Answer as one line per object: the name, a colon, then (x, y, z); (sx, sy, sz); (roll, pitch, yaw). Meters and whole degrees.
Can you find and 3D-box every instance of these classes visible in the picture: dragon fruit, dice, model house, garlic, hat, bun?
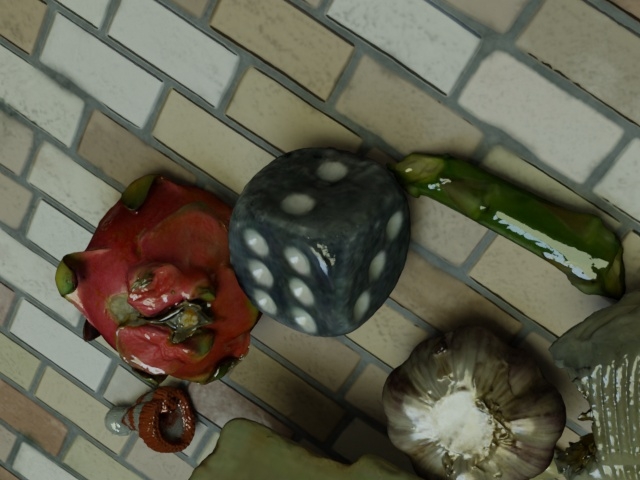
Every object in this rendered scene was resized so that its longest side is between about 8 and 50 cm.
dragon fruit: (-0.228, 0.078, 1.371); (0.306, 0.225, 0.305); (9, 120, 16)
dice: (0.000, 0.000, 1.239); (0.182, 0.183, 0.182); (21, 135, 28)
model house: (0.000, 0.474, 1.379); (0.382, 0.334, 0.342); (24, 158, 25)
garlic: (0.210, 0.231, 1.313); (0.245, 0.160, 0.244); (2, 95, 23)
garlic: (0.312, 0.318, 1.377); (0.083, 0.041, 0.053); (-27, 116, 39)
hat: (-0.291, 0.296, 1.601); (0.162, 0.094, 0.112); (-4, 104, 44)
bun: (0.423, 0.187, 1.168); (0.282, 0.205, 0.281); (13, 118, 27)

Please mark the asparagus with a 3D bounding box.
asparagus: (0.240, -0.033, 1.210); (0.343, 0.082, 0.085); (31, 159, 7)
